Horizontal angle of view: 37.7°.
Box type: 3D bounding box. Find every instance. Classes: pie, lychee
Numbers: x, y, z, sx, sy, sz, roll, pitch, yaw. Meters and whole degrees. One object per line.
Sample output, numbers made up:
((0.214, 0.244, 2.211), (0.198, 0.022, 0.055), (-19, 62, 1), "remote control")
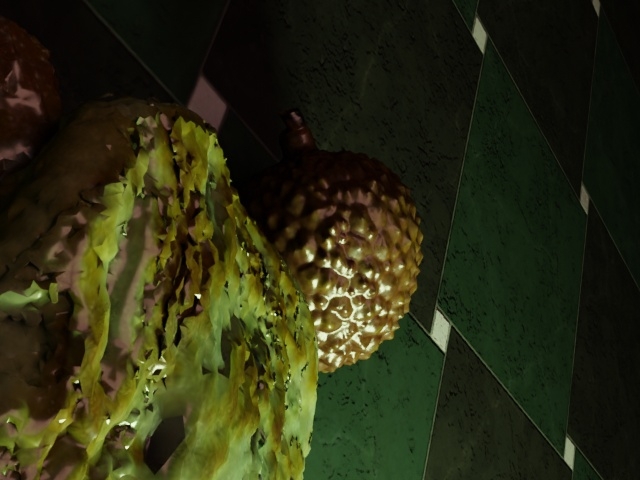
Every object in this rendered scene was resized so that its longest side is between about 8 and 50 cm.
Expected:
((-0.111, 0.118, 0.550), (0.418, 0.180, 0.395), (49, 47, -56), "pie")
((0.000, 0.000, 0.833), (0.200, 0.200, 0.238), (-24, 108, -56), "lychee")
